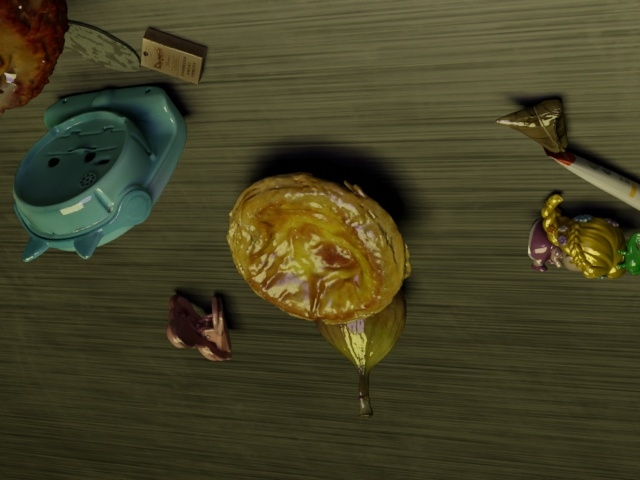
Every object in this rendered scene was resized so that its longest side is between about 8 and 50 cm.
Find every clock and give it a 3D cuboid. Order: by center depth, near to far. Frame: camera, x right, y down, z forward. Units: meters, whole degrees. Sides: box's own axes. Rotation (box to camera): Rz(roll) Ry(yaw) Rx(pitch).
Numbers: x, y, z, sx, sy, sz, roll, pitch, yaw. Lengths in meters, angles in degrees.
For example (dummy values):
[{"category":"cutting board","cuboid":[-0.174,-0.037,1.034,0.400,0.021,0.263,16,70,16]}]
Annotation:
[{"category":"clock","cuboid":[-0.318,-0.090,1.333,0.223,0.274,0.094,-4,139,25]}]

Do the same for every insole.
[{"category":"insole","cuboid":[-0.337,-0.276,1.318,0.193,0.006,0.065,21,145,-4]}]

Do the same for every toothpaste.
[{"category":"toothpaste","cuboid":[0.370,-0.079,1.256,0.190,0.048,0.031,25,117,-13]}]

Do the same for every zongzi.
[{"category":"zongzi","cuboid":[0.265,-0.133,1.209,0.083,0.040,0.076,-18,135,7]}]

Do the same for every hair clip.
[{"category":"hair clip","cuboid":[-0.223,0.168,1.790,0.102,0.123,0.138,-8,138,0]}]

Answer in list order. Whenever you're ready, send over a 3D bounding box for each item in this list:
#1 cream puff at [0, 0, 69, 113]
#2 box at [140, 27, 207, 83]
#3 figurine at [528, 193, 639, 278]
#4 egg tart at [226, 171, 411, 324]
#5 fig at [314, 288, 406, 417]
[{"category":"cream puff","cuboid":[-0.437,-0.302,1.134,0.350,0.228,0.350,16,125,23]},{"category":"box","cuboid":[-0.195,-0.244,1.286,0.083,0.024,0.053,21,144,-2]},{"category":"figurine","cuboid":[0.367,-0.005,1.319,0.156,0.095,0.115,14,128,37]},{"category":"egg tart","cuboid":[0.000,0.000,1.442,0.295,0.116,0.295,14,133,15]},{"category":"fig","cuboid":[0.078,0.157,1.574,0.160,0.143,0.231,-27,84,38]}]
